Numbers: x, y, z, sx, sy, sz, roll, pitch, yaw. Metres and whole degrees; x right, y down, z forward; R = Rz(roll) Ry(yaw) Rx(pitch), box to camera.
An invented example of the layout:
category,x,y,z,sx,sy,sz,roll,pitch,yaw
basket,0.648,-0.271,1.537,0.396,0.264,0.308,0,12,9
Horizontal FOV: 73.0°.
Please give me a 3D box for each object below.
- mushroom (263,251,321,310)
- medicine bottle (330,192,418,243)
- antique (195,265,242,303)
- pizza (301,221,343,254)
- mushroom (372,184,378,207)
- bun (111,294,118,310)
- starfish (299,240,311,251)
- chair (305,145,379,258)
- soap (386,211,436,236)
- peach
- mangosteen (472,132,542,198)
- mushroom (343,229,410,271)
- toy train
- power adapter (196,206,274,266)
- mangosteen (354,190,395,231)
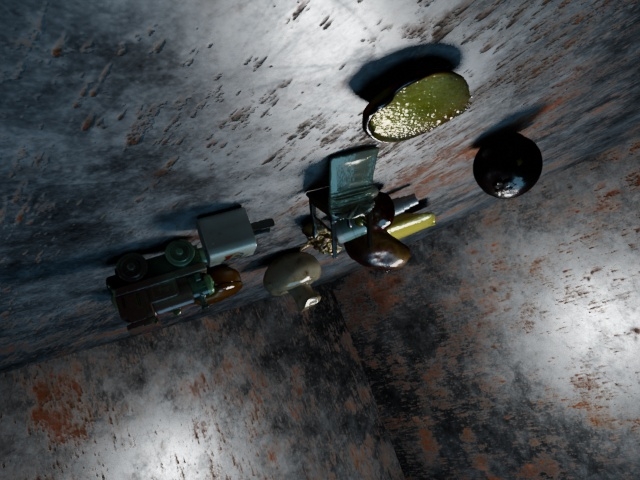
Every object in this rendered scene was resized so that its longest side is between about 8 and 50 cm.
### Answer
category,x,y,z,sx,sy,sz,roll,pitch,yaw
mushroom,-0.128,0.208,2.120,0.298,0.290,0.297,-21,168,-4
medicine bottle,0.217,-0.101,1.726,0.352,0.110,0.110,-23,169,8
antique,-0.456,0.195,1.864,0.224,0.129,0.278,-16,168,-28
pizza,0.000,0.000,1.702,0.085,0.161,0.305,-53,164,-6
mushroom,0.163,-0.147,1.470,0.085,0.079,0.085,-23,170,-4
bun,-0.679,0.228,1.650,0.221,0.108,0.221,-21,170,-4
starfish,-0.002,0.009,2.046,0.248,0.050,0.138,0,158,-45
chair,0.060,-0.129,1.248,0.160,0.319,0.186,-16,-147,-19
soap,0.374,-0.062,2.222,0.428,0.115,0.306,-22,173,8
peach,0.198,-0.285,0.882,0.279,0.068,0.189,-11,158,-35
mangosteen,0.649,-0.273,1.504,0.228,0.228,0.265,-34,-156,51
mushroom,0.252,-0.002,1.948,0.346,0.259,0.345,23,180,0
toy train,-0.457,0.129,1.277,0.305,0.221,0.150,-19,167,-16
power adapter,-0.232,-0.019,1.226,0.205,0.125,0.130,-17,168,-18
mangosteen,0.182,-0.097,1.580,0.182,0.145,0.156,-19,172,-9
